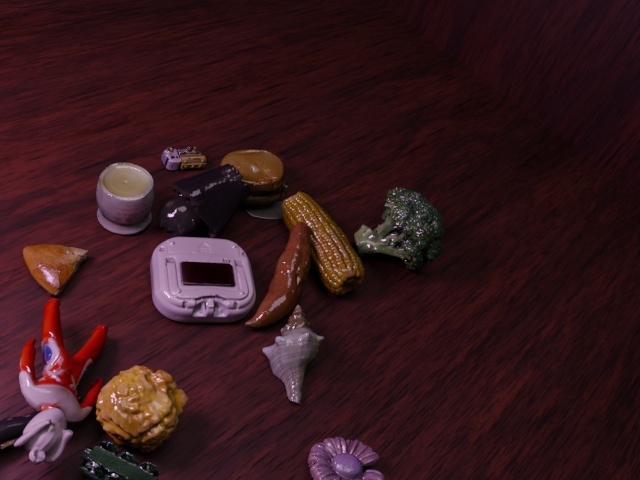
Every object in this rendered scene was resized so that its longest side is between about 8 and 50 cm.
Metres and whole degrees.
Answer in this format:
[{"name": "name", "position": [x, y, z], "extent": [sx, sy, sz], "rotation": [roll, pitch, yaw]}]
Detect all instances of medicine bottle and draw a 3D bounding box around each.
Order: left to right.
[{"name": "medicine bottle", "position": [-0.510, -0.107, 1.808], "extent": [0.147, 0.143, 0.147], "rotation": [10, 47, -11]}]

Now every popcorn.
[{"name": "popcorn", "position": [-0.371, 0.347, 1.432], "extent": [0.180, 0.180, 0.170], "rotation": [39, 5, 12]}]

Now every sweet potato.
[{"name": "sweet potato", "position": [-0.085, 0.105, 1.831], "extent": [0.106, 0.095, 0.354], "rotation": [34, 57, -14]}]

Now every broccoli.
[{"name": "broccoli", "position": [0.233, -0.023, 2.054], "extent": [0.270, 0.270, 0.270], "rotation": [-19, 52, 2]}]

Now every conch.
[{"name": "conch", "position": [-0.071, 0.261, 1.695], "extent": [0.137, 0.114, 0.233], "rotation": [17, 48, 9]}]

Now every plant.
[{"name": "plant", "position": [-0.314, -0.096, 1.853], "extent": [0.256, 0.164, 0.142], "rotation": [-39, 35, -10]}]

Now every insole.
[{"name": "insole", "position": [-0.120, -0.096, 2.089], "extent": [0.232, 0.003, 0.080], "rotation": [-5, 51, -30]}]

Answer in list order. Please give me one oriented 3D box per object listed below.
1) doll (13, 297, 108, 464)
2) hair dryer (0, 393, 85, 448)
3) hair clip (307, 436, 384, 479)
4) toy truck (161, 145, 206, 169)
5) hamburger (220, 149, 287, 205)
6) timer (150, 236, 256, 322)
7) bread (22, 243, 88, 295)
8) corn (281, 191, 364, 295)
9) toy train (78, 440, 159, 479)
[{"name": "doll", "position": [-0.526, 0.286, 1.398], "extent": [0.188, 0.099, 0.384], "rotation": [38, 22, -27]}, {"name": "hair dryer", "position": [-0.584, 0.400, 1.335], "extent": [0.303, 0.120, 0.359], "rotation": [51, 39, 13]}, {"name": "hair clip", "position": [0.057, 0.557, 1.497], "extent": [0.173, 0.069, 0.300], "rotation": [13, 44, -14]}, {"name": "toy truck", "position": [-0.405, -0.241, 2.056], "extent": [0.123, 0.052, 0.062], "rotation": [-8, 59, -34]}, {"name": "hamburger", "position": [-0.209, -0.182, 2.047], "extent": [0.215, 0.122, 0.189], "rotation": [-12, 48, -30]}, {"name": "timer", "position": [-0.295, 0.095, 1.759], "extent": [0.262, 0.087, 0.237], "rotation": [3, 48, -23]}, {"name": "bread", "position": [-0.650, 0.048, 1.659], "extent": [0.136, 0.054, 0.154], "rotation": [24, 40, 1]}, {"name": "corn", "position": [0.000, 0.000, 1.968], "extent": [0.131, 0.131, 0.344], "rotation": [-13, 55, -35]}, {"name": "toy train", "position": [-0.389, 0.462, 1.347], "extent": [0.171, 0.111, 0.071], "rotation": [26, 42, 4]}]
